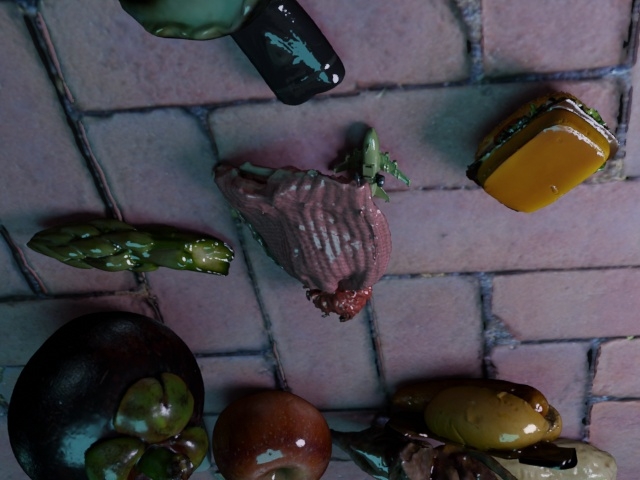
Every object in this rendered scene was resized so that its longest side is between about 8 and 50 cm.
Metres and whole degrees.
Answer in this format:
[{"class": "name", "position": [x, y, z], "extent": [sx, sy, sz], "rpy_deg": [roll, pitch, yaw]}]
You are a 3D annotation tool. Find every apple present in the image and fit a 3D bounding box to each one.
[{"class": "apple", "position": [-0.082, 0.336, 1.472], "extent": [0.201, 0.162, 0.201], "rpy_deg": [-6, 133, -6]}]

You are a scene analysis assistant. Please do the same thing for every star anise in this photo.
[{"class": "star anise", "position": [0.185, 0.378, 1.461], "extent": [0.293, 0.108, 0.350], "rpy_deg": [15, 171, -25]}]

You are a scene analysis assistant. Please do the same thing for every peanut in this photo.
[{"class": "peanut", "position": [0.386, 0.411, 1.529], "extent": [0.257, 0.123, 0.123], "rpy_deg": [-3, 134, 11]}]

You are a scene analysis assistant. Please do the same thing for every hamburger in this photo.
[{"class": "hamburger", "position": [0.266, -0.105, 1.051], "extent": [0.137, 0.087, 0.166], "rpy_deg": [33, 130, -26]}]

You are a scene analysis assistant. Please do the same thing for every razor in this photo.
[{"class": "razor", "position": [-0.043, -0.222, 0.982], "extent": [0.090, 0.054, 0.148], "rpy_deg": [-23, 128, 25]}]

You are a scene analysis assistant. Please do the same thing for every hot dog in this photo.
[{"class": "hot dog", "position": [0.245, 0.270, 1.381], "extent": [0.326, 0.107, 0.194], "rpy_deg": [4, 178, 25]}]

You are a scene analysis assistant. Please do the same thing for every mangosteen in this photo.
[{"class": "mangosteen", "position": [-0.297, 0.252, 1.301], "extent": [0.301, 0.300, 0.300], "rpy_deg": [2, 135, 2]}]

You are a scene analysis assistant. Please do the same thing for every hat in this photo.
[{"class": "hat", "position": [0.000, 0.000, 1.165], "extent": [0.237, 0.107, 0.286], "rpy_deg": [10, 142, 36]}]

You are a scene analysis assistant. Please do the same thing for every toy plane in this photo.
[{"class": "toy plane", "position": [0.064, -0.094, 1.111], "extent": [0.103, 0.040, 0.111], "rpy_deg": [7, 138, 12]}]

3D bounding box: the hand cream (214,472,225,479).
[{"class": "hand cream", "position": [-0.112, 0.443, 1.657], "extent": [0.195, 0.042, 0.067], "rpy_deg": [-23, 130, 30]}]

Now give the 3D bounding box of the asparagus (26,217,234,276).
[{"class": "asparagus", "position": [-0.266, 0.009, 1.216], "extent": [0.288, 0.080, 0.080], "rpy_deg": [4, 135, 1]}]

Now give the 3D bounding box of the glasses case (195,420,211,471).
[{"class": "glasses case", "position": [-0.244, 0.355, 1.572], "extent": [0.076, 0.049, 0.197], "rpy_deg": [-1, 134, 5]}]

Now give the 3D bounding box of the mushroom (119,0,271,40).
[{"class": "mushroom", "position": [-0.127, -0.355, 0.817], "extent": [0.248, 0.130, 0.344], "rpy_deg": [8, 136, 20]}]
